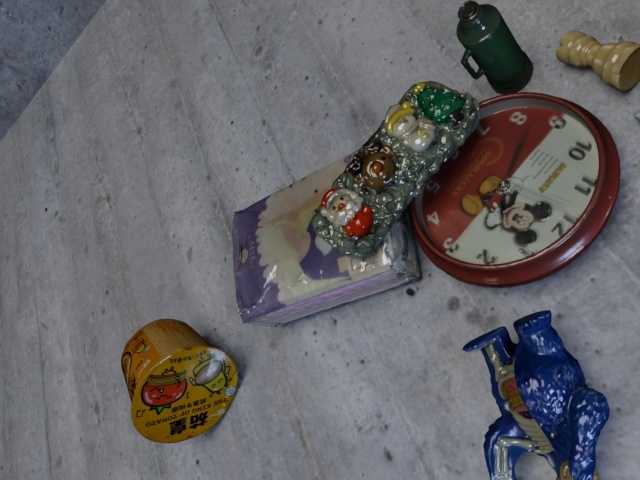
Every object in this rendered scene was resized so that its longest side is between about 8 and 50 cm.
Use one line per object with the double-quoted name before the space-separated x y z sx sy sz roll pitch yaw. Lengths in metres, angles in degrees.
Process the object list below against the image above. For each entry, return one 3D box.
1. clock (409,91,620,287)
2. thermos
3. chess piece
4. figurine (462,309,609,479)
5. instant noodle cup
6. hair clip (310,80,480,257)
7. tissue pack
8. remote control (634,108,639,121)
"clock" 0.281 -0.080 0.862 0.318 0.080 0.319 -17 58 30
"thermos" 0.261 -0.301 0.881 0.083 0.187 0.073 -29 58 27
"chess piece" 0.413 -0.272 0.836 0.066 0.066 0.122 -54 44 12
"figurine" 0.294 0.223 0.734 0.164 0.120 0.263 -15 83 42
"instant noodle cup" -0.296 0.268 1.141 0.172 0.215 0.216 34 97 49
"hair clip" 0.109 -0.123 0.874 0.138 0.091 0.321 37 89 28
"tissue pack" 0.000 0.000 1.034 0.343 0.125 0.243 -22 60 29
"remote control" 0.507 -0.214 0.756 0.166 0.029 0.065 -49 50 15
